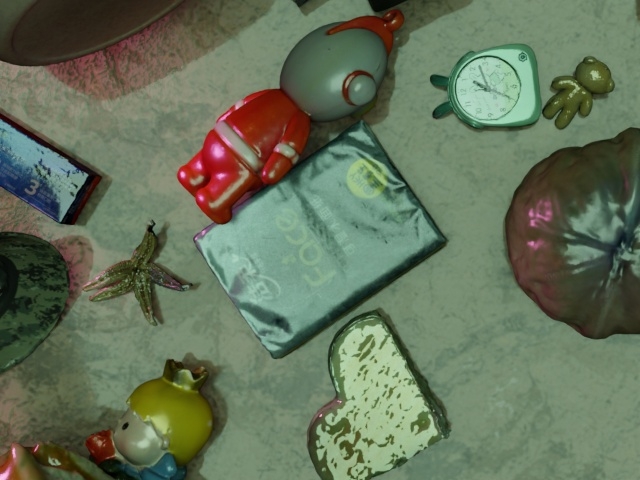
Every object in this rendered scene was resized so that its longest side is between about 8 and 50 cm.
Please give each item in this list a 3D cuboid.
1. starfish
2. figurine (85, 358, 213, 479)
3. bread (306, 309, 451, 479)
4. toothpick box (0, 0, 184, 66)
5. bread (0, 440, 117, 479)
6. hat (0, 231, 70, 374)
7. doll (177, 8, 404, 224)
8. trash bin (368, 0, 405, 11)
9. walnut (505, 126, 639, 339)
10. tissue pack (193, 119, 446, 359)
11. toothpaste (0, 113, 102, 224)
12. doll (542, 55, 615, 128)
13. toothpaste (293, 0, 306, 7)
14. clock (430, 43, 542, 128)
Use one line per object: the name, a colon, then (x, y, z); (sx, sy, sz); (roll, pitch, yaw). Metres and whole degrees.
starfish: (-0.221, 0.034, 1.902); (0.133, 0.041, 0.130); (16, 100, 0)
figurine: (-0.230, 0.256, 1.871); (0.185, 0.127, 0.234); (9, 101, 14)
bread: (0.078, 0.204, 1.859); (0.173, 0.064, 0.232); (12, 92, 6)
toothpick box: (-0.326, -0.455, 1.738); (0.409, 0.409, 0.425); (-30, 81, 5)
bread: (-0.334, 0.427, 1.780); (0.300, 0.210, 0.341); (43, 126, 0)
hat: (-0.452, 0.057, 1.872); (0.265, 0.265, 0.128); (-40, 55, 4)
doll: (-0.027, -0.161, 1.832); (0.336, 0.200, 0.105); (-44, 122, 0)
trash bin: (0.057, -0.461, 1.790); (0.158, 0.223, 0.343); (-25, 88, 5)
walnut: (0.337, -0.007, 1.754); (0.248, 0.248, 0.248); (0, 90, 6)
tissue pack: (0.000, 0.000, 1.860); (0.257, 0.081, 0.185); (-35, 85, 3)
toothpaste: (-0.432, -0.133, 1.916); (0.320, 0.066, 0.076); (32, 93, 6)
doll: (0.311, -0.180, 1.844); (0.061, 0.051, 0.093); (43, 95, -2)
toothpaste: (-0.089, -0.450, 1.881); (0.081, 0.067, 0.336); (-33, 87, 4)
clock: (0.201, -0.186, 1.861); (0.135, 0.041, 0.101); (-5, 90, 7)
